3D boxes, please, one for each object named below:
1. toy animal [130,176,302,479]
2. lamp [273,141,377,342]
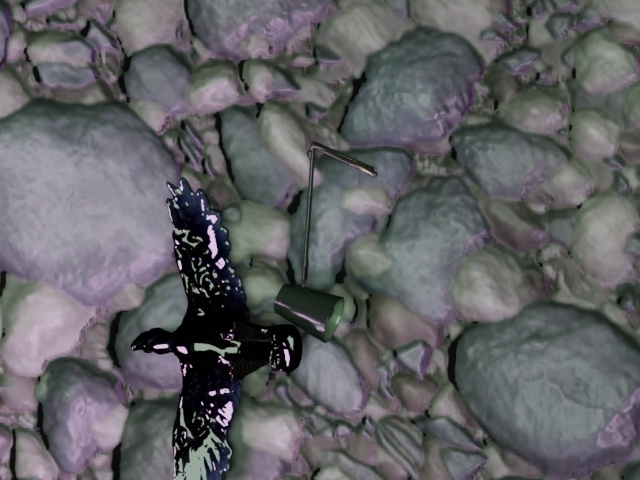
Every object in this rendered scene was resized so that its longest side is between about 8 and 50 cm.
[{"bbox_3d":[-0.071,0.068,0.849,0.108,0.062,0.220,-1,94,39],"label":"toy animal"},{"bbox_3d":[-0.001,0.001,0.850,0.054,0.041,0.121,21,97,15],"label":"lamp"}]
